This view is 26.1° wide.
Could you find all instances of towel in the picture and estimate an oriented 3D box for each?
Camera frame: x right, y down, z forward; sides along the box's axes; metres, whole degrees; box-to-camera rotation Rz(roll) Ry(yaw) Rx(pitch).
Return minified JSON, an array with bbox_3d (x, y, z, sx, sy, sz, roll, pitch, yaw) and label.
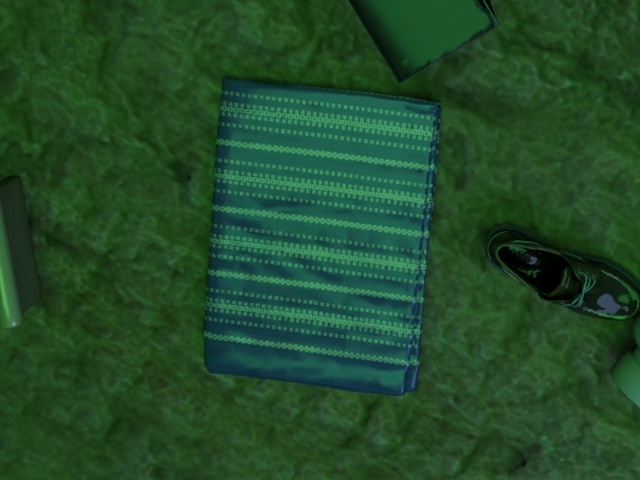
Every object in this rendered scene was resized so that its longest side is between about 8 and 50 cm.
[{"bbox_3d":[0.000,0.000,1.500,0.243,0.040,0.336,6,103,6],"label":"towel"}]

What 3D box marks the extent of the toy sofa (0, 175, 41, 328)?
[{"bbox_3d":[-0.501,0.034,1.487,0.362,0.177,0.150,-6,103,7],"label":"toy sofa"}]

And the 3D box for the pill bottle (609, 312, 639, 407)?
[{"bbox_3d":[0.399,0.086,1.429,0.117,0.117,0.208,37,105,-4],"label":"pill bottle"}]

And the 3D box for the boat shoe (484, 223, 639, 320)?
[{"bbox_3d":[0.258,0.044,1.460,0.183,0.066,0.066,21,106,1],"label":"boat shoe"}]

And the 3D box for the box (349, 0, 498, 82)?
[{"bbox_3d":[0.086,-0.254,1.332,0.108,0.207,0.153,-30,99,12],"label":"box"}]
